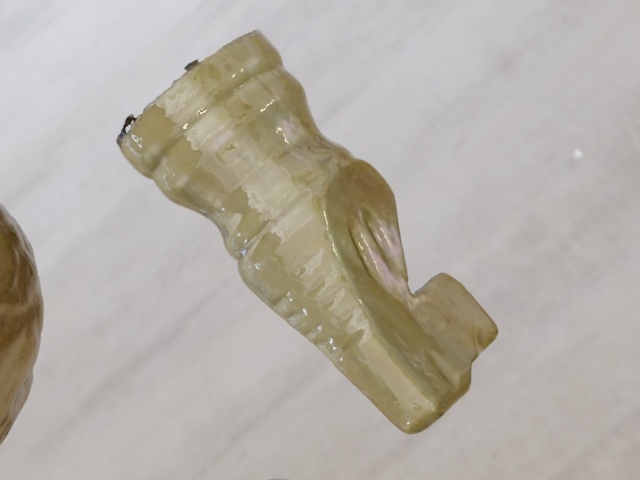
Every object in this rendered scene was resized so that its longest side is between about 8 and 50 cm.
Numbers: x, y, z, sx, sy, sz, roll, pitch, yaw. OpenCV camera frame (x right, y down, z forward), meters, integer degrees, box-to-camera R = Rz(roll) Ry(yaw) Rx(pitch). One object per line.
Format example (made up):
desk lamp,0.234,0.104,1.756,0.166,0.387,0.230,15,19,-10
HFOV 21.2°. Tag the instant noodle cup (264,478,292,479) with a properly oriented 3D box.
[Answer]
instant noodle cup,-0.081,0.301,1.566,0.125,0.208,0.177,2,30,48

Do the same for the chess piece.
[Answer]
chess piece,0.000,0.000,1.214,0.137,0.137,0.301,-42,82,11

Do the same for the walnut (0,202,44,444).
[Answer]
walnut,-0.327,0.054,1.036,0.306,0.306,0.344,-18,13,31
